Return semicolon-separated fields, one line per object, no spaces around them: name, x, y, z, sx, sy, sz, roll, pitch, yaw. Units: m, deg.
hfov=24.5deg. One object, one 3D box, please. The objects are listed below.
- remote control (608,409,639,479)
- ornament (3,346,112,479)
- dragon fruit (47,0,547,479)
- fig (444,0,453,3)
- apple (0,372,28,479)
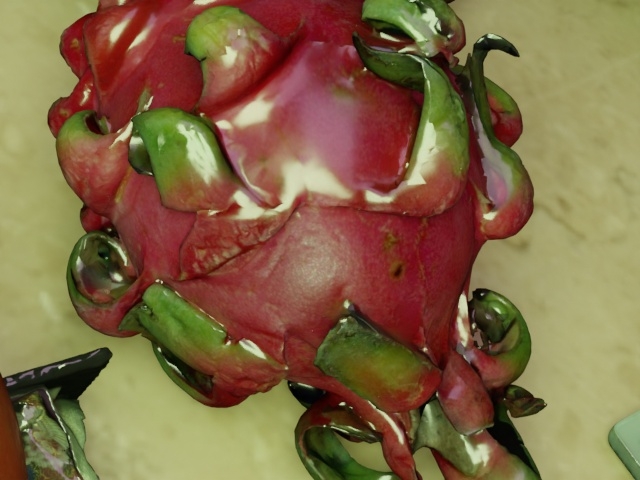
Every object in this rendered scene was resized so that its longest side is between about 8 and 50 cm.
remote control;0.211;0.155;0.742;0.065;0.029;0.166;-22;66;-29
ornament;-0.095;0.147;0.598;0.088;0.081;0.203;-14;67;-27
dragon fruit;-0.006;-0.006;0.672;0.218;0.273;0.198;-24;27;-26
fig;-0.019;-0.219;0.770;0.263;0.224;0.224;-1;58;-47
apple;-0.216;0.101;0.470;0.260;0.216;0.260;-13;45;14
